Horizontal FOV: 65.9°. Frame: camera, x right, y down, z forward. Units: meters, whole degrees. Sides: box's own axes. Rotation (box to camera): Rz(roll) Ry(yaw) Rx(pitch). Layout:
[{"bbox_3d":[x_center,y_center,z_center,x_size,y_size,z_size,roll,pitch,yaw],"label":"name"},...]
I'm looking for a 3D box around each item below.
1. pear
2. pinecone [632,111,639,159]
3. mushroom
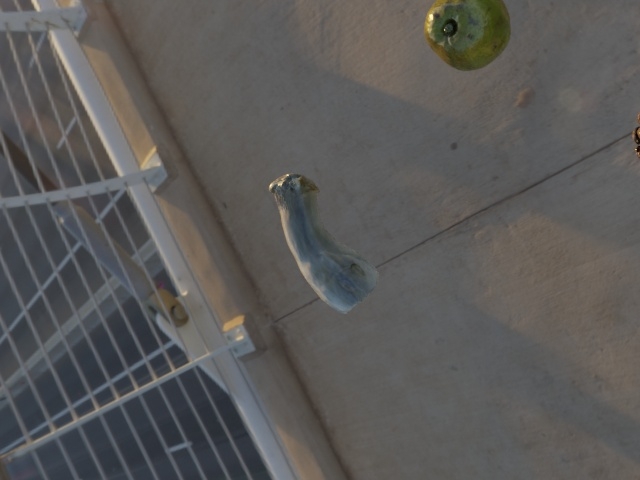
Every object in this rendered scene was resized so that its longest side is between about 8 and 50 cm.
[{"bbox_3d":[0.197,-0.281,0.658,0.107,0.131,0.107,25,129,36],"label":"pear"},{"bbox_3d":[0.620,-0.181,0.813,0.179,0.195,0.150,-45,35,14],"label":"pinecone"},{"bbox_3d":[-0.004,0.002,0.734,0.092,0.081,0.223,-36,82,16],"label":"mushroom"}]
